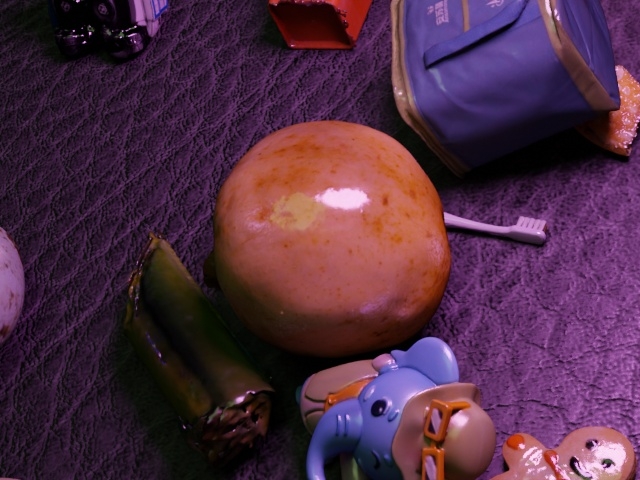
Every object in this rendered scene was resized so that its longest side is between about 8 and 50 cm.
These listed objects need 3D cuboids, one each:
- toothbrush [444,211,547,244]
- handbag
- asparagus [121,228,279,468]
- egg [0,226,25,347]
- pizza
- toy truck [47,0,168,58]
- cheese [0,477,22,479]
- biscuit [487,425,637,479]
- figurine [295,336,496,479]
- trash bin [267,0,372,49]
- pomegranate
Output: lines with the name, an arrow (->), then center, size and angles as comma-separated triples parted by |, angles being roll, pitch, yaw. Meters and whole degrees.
toothbrush -> 0.130, -0.037, 1.628 | 0.342, 0.025, 0.030 | 10, 51, 26
handbag -> 0.233, -0.245, 1.602 | 0.241, 0.222, 0.263 | -23, 48, 25
asparagus -> -0.176, 0.119, 1.568 | 0.128, 0.108, 0.382 | -35, 48, -7
egg -> -0.480, 0.068, 1.677 | 0.169, 0.169, 0.231 | -1, 44, 19
pizza -> 0.376, -0.173, 1.636 | 0.099, 0.036, 0.160 | -36, 50, 2
toy truck -> -0.345, -0.398, 2.021 | 0.213, 0.161, 0.177 | 5, 32, 23
cheese -> -0.349, 0.325, 1.513 | 0.192, 0.037, 0.097 | -11, 52, 11
biscuit -> 0.233, 0.275, 1.346 | 0.234, 0.030, 0.153 | -28, 51, -2
figurine -> 0.073, 0.214, 1.378 | 0.262, 0.154, 0.180 | -13, 49, 43
trash bin -> 0.026, -0.411, 1.882 | 0.184, 0.161, 0.239 | 2, 62, 22
pomegranate -> 0.017, 0.003, 1.487 | 0.307, 0.307, 0.307 | -10, 51, 13
